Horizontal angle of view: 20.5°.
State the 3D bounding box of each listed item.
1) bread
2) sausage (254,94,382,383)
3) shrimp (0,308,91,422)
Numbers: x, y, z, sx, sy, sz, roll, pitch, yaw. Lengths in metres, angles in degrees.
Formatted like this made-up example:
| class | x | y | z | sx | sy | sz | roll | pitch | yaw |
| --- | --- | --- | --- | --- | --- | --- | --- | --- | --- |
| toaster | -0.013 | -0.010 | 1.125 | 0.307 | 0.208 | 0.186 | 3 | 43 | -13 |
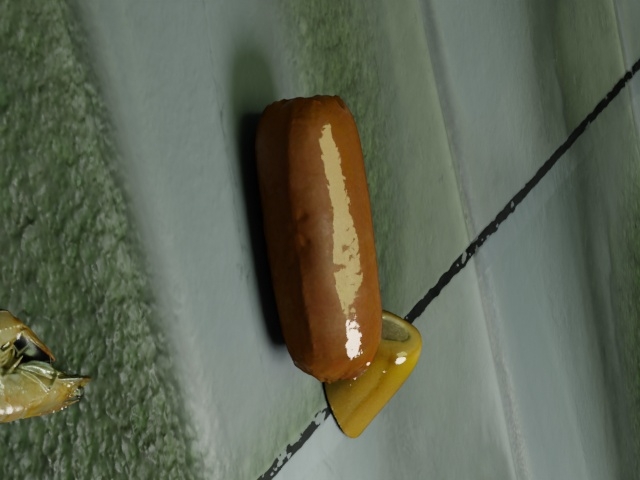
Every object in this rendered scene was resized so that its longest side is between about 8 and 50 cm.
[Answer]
| class | x | y | z | sx | sy | sz | roll | pitch | yaw |
| --- | --- | --- | --- | --- | --- | --- | --- | --- | --- |
| bread | 0.027 | 0.095 | 1.267 | 0.062 | 0.103 | 0.049 | 27 | 39 | -10 |
| sausage | 0.000 | 0.000 | 1.187 | 0.076 | 0.076 | 0.198 | -24 | 109 | -61 |
| shrimp | -0.157 | 0.065 | 0.935 | 0.108 | 0.023 | 0.059 | -5 | 83 | -63 |
